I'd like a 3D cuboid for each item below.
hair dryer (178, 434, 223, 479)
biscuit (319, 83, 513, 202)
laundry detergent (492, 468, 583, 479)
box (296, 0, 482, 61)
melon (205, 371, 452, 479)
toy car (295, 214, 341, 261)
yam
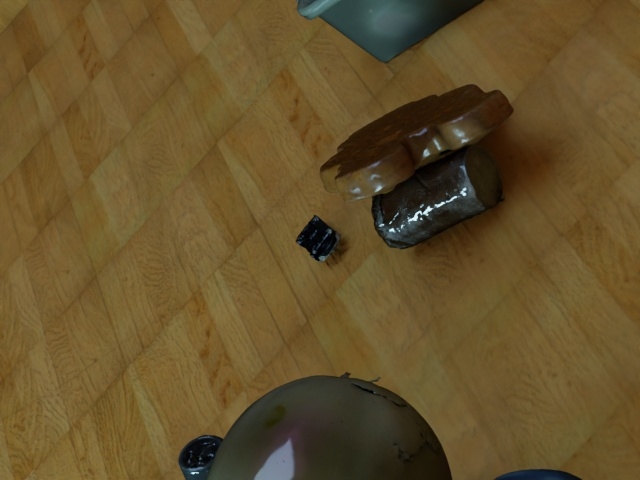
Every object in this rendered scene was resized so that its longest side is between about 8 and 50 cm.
[{"bbox_3d":[0.014,0.253,1.820,0.271,0.235,0.091,-13,38,13],"label":"hair dryer"},{"bbox_3d":[0.096,-0.104,2.098,0.202,0.047,0.334,-29,10,-4],"label":"biscuit"},{"bbox_3d":[0.150,0.332,1.591,0.143,0.094,0.290,-16,45,52],"label":"laundry detergent"},{"bbox_3d":[0.101,-0.333,2.362,0.243,0.135,0.163,-32,34,35],"label":"box"},{"bbox_3d":[0.002,0.265,1.650,0.223,0.223,0.317,-4,72,54],"label":"melon"},{"bbox_3d":[0.000,0.000,2.250,0.041,0.025,0.093,-53,25,3],"label":"toy car"},{"bbox_3d":[0.122,-0.044,2.070,0.141,0.079,0.079,-26,38,36],"label":"yam"}]
